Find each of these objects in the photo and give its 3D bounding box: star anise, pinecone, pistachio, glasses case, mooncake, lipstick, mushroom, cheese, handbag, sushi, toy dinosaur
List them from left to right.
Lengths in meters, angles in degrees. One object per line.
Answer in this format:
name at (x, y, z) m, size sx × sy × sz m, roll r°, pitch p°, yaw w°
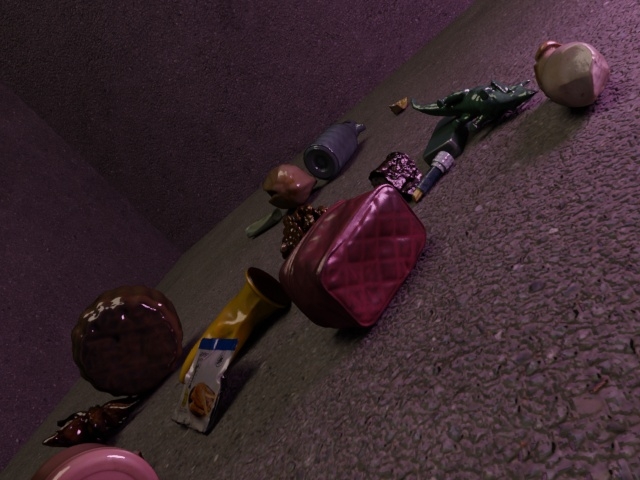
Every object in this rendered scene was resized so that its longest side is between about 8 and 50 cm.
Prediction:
star anise at (-0.574, 0.482, 1.296) m, size 0.271 × 0.103 × 0.272 m, roll -19°, pitch 1°, yaw 0°
mooncake at (-0.518, 0.271, 1.347) m, size 0.290 × 0.290 × 0.161 m, roll -46°, pitch 17°, yaw -11°
pistachio at (-0.113, -0.202, 1.853) m, size 0.197 × 0.166 × 0.288 m, roll -20°, pitch 8°, yaw -6°
pinecone at (0.000, 0.000, 0.990) m, size 0.173 × 0.173 × 0.173 m, roll -40°, pitch 15°, yaw 13°
handbag at (0.051, 0.027, 0.771) m, size 0.225 × 0.146 × 0.135 m, roll -53°, pitch 20°, yaw -26°
sushi at (0.160, -0.132, 1.042) m, size 0.084 × 0.094 × 0.098 m, roll -46°, pitch 9°, yaw -21°
cheese at (0.285, -0.488, 1.825) m, size 0.060 × 0.041 × 0.084 m, roll -20°, pitch 11°, yaw 42°
lipstick at (0.215, -0.123, 0.983) m, size 0.116 × 0.037 × 0.037 m, roll -50°, pitch 15°, yaw -9°
glasses case at (0.280, -0.227, 1.089) m, size 0.077 × 0.039 × 0.184 m, roll -31°, pitch 19°, yaw 40°
toy dinosaur at (0.295, -0.273, 1.021) m, size 0.292 × 0.079 × 0.120 m, roll -1°, pitch 29°, yaw 41°
mushroom at (0.390, -0.265, 0.787) m, size 0.088 × 0.097 × 0.212 m, roll -48°, pitch 10°, yaw 27°

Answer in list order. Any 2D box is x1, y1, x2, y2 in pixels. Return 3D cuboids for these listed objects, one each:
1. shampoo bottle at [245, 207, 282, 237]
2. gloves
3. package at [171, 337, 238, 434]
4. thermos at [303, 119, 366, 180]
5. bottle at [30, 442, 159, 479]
shampoo bottle at (-0.228, -0.067, 1.991) m, size 0.212 × 0.049 × 0.072 m, roll -28°, pitch 25°, yaw 47°
gloves at (-0.200, 0.204, 1.090) m, size 0.294 × 0.116 × 0.133 m, roll -50°, pitch -15°, yaw 10°
package at (-0.219, 0.266, 0.943) m, size 0.171 × 0.027 × 0.173 m, roll -17°, pitch 52°, yaw 53°
thermos at (0.047, -0.348, 1.846) m, size 0.182 × 0.145 × 0.286 m, roll -6°, pitch 32°, yaw 34°
bottle at (-0.351, 0.402, 0.779) m, size 0.206 × 0.173 × 0.297 m, roll -15°, pitch -8°, yaw -37°
